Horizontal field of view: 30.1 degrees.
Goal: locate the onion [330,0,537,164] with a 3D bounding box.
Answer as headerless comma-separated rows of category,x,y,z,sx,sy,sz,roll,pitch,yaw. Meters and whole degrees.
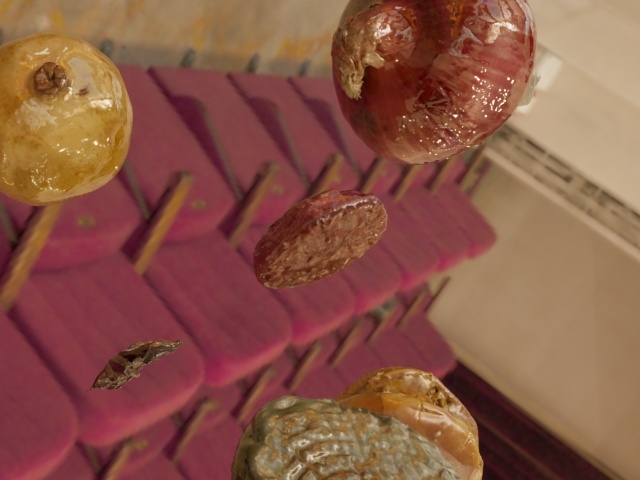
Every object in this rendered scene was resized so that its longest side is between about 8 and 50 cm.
onion,0.167,-0.286,1.860,0.353,0.353,0.353,-49,165,-17

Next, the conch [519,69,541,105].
conch,0.300,-0.277,2.029,0.094,0.176,0.104,-114,-159,-62

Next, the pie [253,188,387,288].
pie,0.000,0.000,1.453,0.182,0.049,0.182,-24,156,-11

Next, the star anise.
star anise,-0.313,0.202,2.009,0.157,0.053,0.212,-34,176,-37

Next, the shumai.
shumai,0.012,0.354,1.265,0.309,0.304,0.263,-83,-162,-54

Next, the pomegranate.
pomegranate,-0.288,-0.131,1.261,0.196,0.196,0.196,-49,165,-17

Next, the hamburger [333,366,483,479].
hamburger,0.104,0.363,1.910,0.314,0.290,0.170,-49,-164,20
